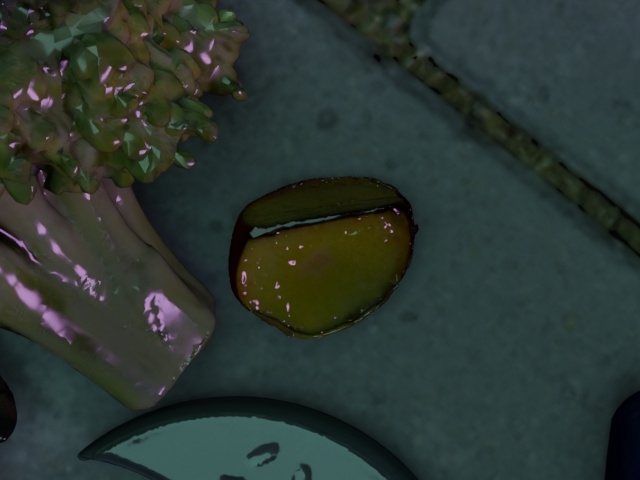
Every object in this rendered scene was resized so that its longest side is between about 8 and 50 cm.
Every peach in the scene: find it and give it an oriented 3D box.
[{"bbox_3d":[0.000,0.000,0.751,0.077,0.050,0.083,37,105,-20],"label":"peach"}]

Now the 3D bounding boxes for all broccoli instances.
[{"bbox_3d":[-0.142,-0.033,0.717,0.247,0.263,0.243,-22,118,37],"label":"broccoli"}]

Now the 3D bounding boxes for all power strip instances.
[{"bbox_3d":[-0.007,0.190,0.756,0.168,0.054,0.253,-17,89,6],"label":"power strip"}]

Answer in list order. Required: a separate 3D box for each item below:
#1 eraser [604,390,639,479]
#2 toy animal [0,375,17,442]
[{"bbox_3d":[0.293,0.138,0.702,0.332,0.101,0.155,2,91,4],"label":"eraser"},{"bbox_3d":[-0.266,0.117,0.763,0.255,0.090,0.170,-1,88,3],"label":"toy animal"}]
